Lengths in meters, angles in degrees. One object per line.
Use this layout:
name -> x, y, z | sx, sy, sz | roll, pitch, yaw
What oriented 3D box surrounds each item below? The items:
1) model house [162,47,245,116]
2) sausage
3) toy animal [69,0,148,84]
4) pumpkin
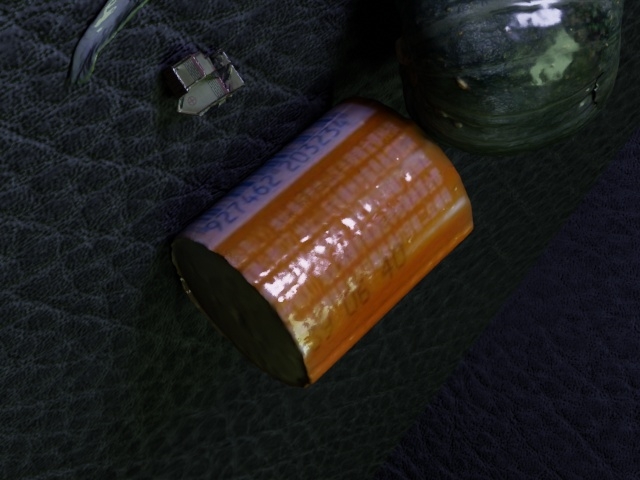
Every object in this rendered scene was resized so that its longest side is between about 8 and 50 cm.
model house -> -0.119, -0.150, 1.220 | 0.058, 0.057, 0.083 | -30, -173, 21
sausage -> 0.000, 0.000, 1.464 | 0.287, 0.233, 0.233 | -42, 158, -25
toy animal -> -0.156, -0.218, 1.037 | 0.217, 0.041, 0.075 | -50, 161, 11
pumpkin -> 0.208, -0.246, 1.423 | 0.257, 0.292, 0.328 | -8, 169, 0
